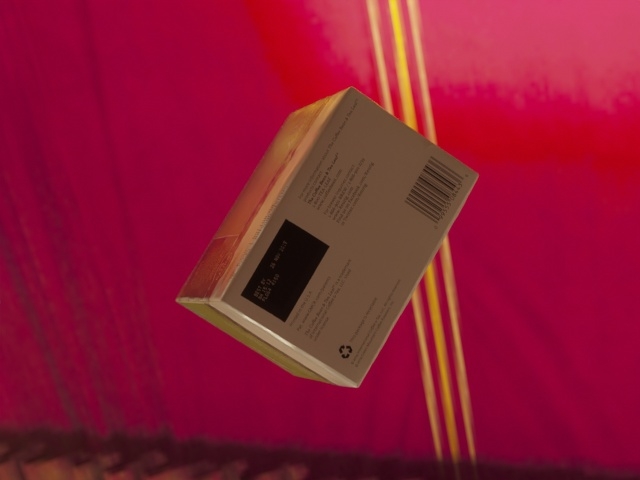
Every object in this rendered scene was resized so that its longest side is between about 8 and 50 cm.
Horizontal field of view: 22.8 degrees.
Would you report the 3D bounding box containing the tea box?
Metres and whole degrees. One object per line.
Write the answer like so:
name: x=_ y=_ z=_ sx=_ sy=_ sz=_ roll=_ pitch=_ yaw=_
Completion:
tea box: x=0.000 y=0.000 z=2.157 sx=0.329 sy=0.220 sz=0.323 roll=-59 pitch=-167 yaw=-9
